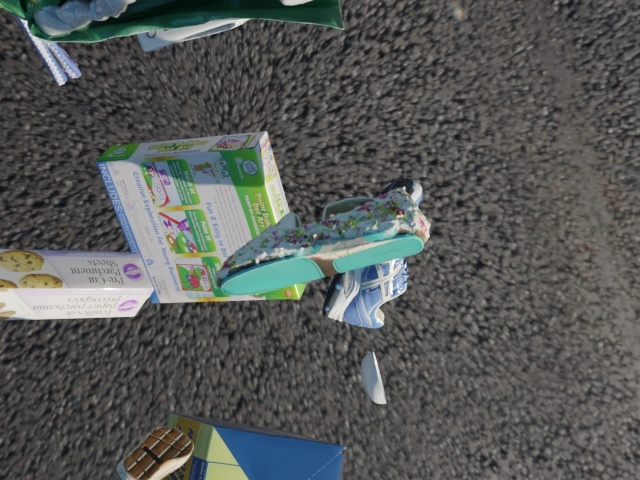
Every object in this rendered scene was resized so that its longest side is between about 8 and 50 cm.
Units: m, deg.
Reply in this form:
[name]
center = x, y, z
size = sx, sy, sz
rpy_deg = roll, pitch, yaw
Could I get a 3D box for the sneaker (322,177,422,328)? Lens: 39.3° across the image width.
[sneaker]
center = 0.078, 0.018, 1.105
size = 0.081, 0.080, 0.211
rpy_deg = 25, 118, -4

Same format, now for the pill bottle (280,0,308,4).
[pill bottle]
center = -0.021, -0.288, 0.428
size = 0.176, 0.176, 0.319
rpy_deg = -24, 98, -3

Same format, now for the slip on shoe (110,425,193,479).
[slip on shoe]
center = -0.187, 0.246, 0.987
size = 0.051, 0.135, 0.041
rpy_deg = 41, 108, 6

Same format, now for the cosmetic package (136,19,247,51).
[cosmetic package]
center = -0.186, -0.460, 1.127
size = 0.156, 0.217, 0.385
rpy_deg = -8, 113, 29

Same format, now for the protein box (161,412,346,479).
[protein box]
center = -0.104, 0.331, 1.259
size = 0.199, 0.201, 0.136
rpy_deg = 14, 79, -24

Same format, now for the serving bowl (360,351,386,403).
[serving bowl]
center = 0.080, 0.218, 1.411
size = 0.027, 0.083, 0.083
rpy_deg = -14, 96, 5

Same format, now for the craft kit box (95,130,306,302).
[craft kit box]
center = -0.164, -0.026, 1.276
size = 0.246, 0.061, 0.250
rpy_deg = -1, 123, 22

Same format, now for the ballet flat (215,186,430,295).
[ballet flat]
center = 0.000, 0.000, 0.984
size = 0.240, 0.091, 0.077
rpy_deg = -13, 61, 5

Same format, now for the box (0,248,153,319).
[box]
center = -0.356, 0.052, 1.051
size = 0.324, 0.067, 0.063
rpy_deg = 3, 138, -41

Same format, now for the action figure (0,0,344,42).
[action figure]
center = -0.110, -0.178, 0.573
size = 0.232, 0.063, 0.137
rpy_deg = -11, 69, 4

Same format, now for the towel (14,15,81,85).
[towel]
center = -0.378, -0.347, 0.992
size = 0.040, 0.243, 0.336
rpy_deg = -32, 55, -9
